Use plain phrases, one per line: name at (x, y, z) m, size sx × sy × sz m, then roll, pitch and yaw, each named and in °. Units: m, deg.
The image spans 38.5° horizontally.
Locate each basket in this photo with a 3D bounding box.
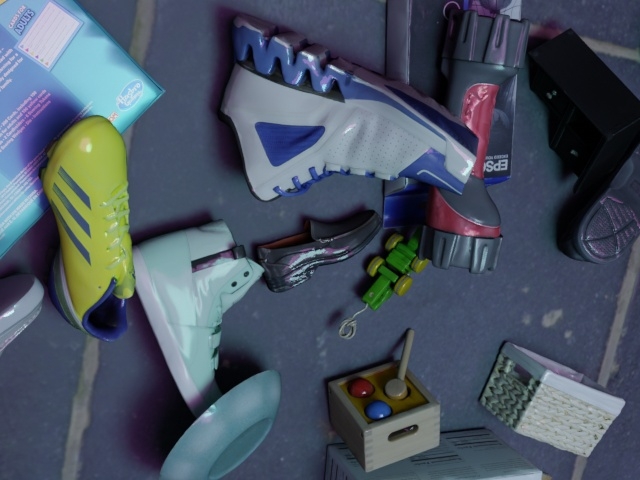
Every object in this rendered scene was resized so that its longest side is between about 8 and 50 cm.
basket at (0.332, 0.233, 1.328) m, size 0.167 × 0.113 × 0.103 m, roll 23°, pitch 96°, yaw -27°

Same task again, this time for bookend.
bookend at (0.340, -0.170, 1.229) m, size 0.072 × 0.156 × 0.157 m, roll -31°, pitch 71°, yaw -13°

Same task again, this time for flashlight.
flashlight at (0.189, -0.116, 1.100) m, size 0.103 × 0.103 × 0.303 m, roll 5°, pitch 103°, yaw -24°

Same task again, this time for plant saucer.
plant saucer at (-0.108, 0.240, 1.107) m, size 0.195 × 0.037 × 0.195 m, roll -39°, pitch 158°, yaw -19°

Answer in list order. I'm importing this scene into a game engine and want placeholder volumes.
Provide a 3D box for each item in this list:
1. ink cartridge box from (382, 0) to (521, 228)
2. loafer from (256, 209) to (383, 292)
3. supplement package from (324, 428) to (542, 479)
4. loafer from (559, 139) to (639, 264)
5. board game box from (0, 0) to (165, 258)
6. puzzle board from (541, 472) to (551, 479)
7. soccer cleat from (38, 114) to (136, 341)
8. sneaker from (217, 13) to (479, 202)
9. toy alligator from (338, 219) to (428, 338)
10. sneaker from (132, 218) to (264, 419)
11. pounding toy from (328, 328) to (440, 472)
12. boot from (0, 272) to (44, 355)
ink cartridge box at (0.166, -0.174, 1.169) m, size 0.166 × 0.065 × 0.332 m, roll -8°, pitch 108°, yaw -23°
loafer at (0.000, 0.000, 1.144) m, size 0.170 × 0.062 × 0.061 m, roll -30°, pitch 110°, yaw -15°
supplement package at (0.147, 0.393, 1.266) m, size 0.262 × 0.145 × 0.203 m, roll -1°, pitch 104°, yaw -21°
loafer at (0.457, -0.082, 1.320) m, size 0.302 × 0.095 × 0.109 m, roll -42°, pitch 97°, yaw -13°
board game box at (-0.366, -0.184, 0.917) m, size 0.254 × 0.079 × 0.336 m, roll -47°, pitch 117°, yaw -6°
puzzle board at (0.294, 0.408, 1.417) m, size 0.096 × 0.011 × 0.128 m, roll 25°, pitch 93°, yaw -26°
soccer cleat at (-0.224, -0.006, 0.943) m, size 0.093 × 0.121 × 0.289 m, roll -33°, pitch 154°, yaw -37°
sneaker at (0.013, -0.112, 1.054) m, size 0.316 × 0.127 × 0.182 m, roll 28°, pitch 112°, yaw 6°
toy alligator at (0.089, 0.055, 1.206) m, size 0.189 × 0.056 × 0.051 m, roll -53°, pitch 158°, yaw -3°
sneaker at (-0.121, 0.100, 1.095) m, size 0.151 × 0.094 × 0.255 m, roll -23°, pitch 111°, yaw -12°
pounding toy at (0.092, 0.208, 1.215) m, size 0.141 × 0.130 × 0.100 m, roll -15°, pitch 122°, yaw -20°
boot at (-0.389, 0.149, 1.004) m, size 0.258 × 0.095 × 0.123 m, roll -34°, pitch 122°, yaw -3°
